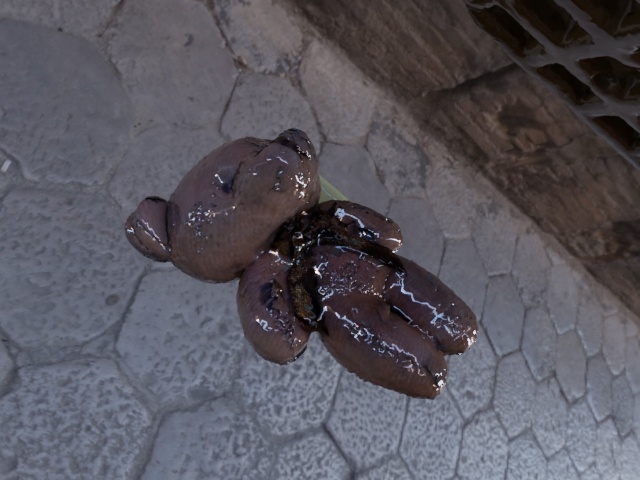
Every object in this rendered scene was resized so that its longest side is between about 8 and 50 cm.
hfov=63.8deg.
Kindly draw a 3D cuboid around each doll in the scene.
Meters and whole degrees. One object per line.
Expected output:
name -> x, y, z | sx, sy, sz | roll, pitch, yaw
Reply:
doll -> 0.000, 0.000, 0.444 | 0.201, 0.303, 0.156 | -43, 155, -41

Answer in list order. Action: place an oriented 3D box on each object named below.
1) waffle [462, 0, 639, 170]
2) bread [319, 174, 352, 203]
waffle -> 0.260, -0.100, 0.311 | 0.327, 0.224, 0.098 | 35, 95, -17
bread -> -0.028, -0.038, 0.781 | 0.178, 0.060, 0.139 | 41, 100, -14
